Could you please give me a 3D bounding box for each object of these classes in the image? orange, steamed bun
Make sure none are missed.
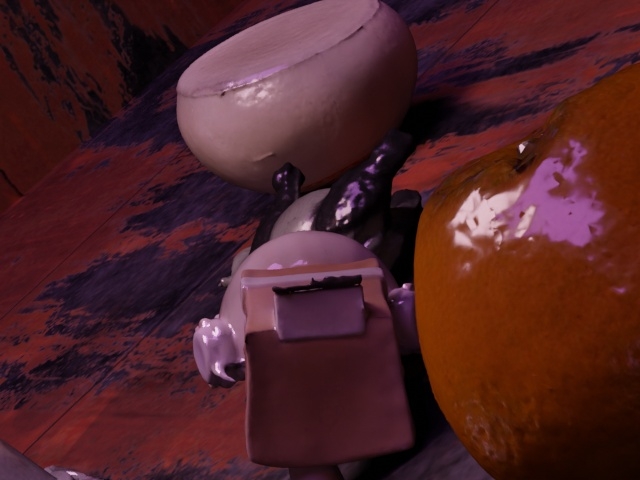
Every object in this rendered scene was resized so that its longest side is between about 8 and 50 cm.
[{"bbox_3d":[0.158,0.010,0.937,0.249,0.183,0.249,-36,15,11],"label":"orange"},{"bbox_3d":[-0.013,-0.123,1.766,0.231,0.145,0.232,-21,19,7],"label":"steamed bun"}]

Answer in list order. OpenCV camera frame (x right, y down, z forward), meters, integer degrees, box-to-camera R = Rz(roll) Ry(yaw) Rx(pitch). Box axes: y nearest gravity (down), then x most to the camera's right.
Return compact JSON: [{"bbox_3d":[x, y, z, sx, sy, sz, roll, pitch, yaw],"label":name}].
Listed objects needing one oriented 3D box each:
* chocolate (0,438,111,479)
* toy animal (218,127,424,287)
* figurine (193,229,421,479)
[{"bbox_3d":[-0.257,0.201,1.371,0.221,0.147,0.221,-35,12,8],"label":"chocolate"},{"bbox_3d":[0.000,0.000,1.503,0.225,0.094,0.121,-15,36,51],"label":"toy animal"},{"bbox_3d":[-0.002,0.069,1.256,0.162,0.141,0.237,-9,13,-4],"label":"figurine"}]
